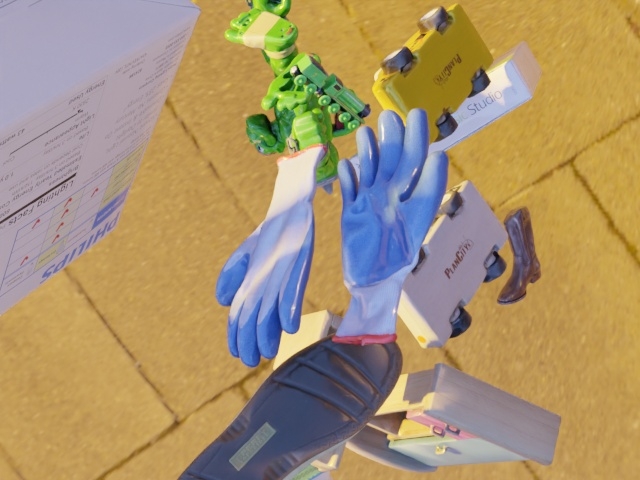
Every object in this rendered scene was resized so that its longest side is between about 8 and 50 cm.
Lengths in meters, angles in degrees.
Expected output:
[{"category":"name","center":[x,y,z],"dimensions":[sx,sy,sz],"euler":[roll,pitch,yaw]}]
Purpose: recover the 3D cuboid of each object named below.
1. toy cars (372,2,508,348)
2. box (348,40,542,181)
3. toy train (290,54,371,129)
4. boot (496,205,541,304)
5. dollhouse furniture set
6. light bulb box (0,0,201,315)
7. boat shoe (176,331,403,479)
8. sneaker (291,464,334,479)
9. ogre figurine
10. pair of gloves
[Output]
[{"category":"toy cars","center":[0.108,-0.070,1.262],"dimensions":[0.087,0.176,0.393],"euler":[-20,64,43]},{"category":"box","center":[0.167,-0.163,1.557],"dimensions":[0.232,0.322,0.058],"euler":[-31,94,18]},{"category":"toy train","center":[0.009,-0.111,0.912],"dimensions":[0.024,0.017,0.083],"euler":[-40,135,17]},{"category":"boot","center":[0.262,0.018,1.654],"dimensions":[0.037,0.106,0.114],"euler":[5,121,35]},{"category":"dollhouse furniture set","center":[0.035,0.266,1.084],"dimensions":[0.286,0.303,0.198],"euler":[26,156,-21]},{"category":"light bulb box","center":[-0.361,-0.117,1.333],"dimensions":[0.225,0.358,0.361],"euler":[37,131,8]},{"category":"boat shoe","center":[-0.024,0.130,0.827],"dimensions":[0.190,0.072,0.068],"euler":[-37,75,-10]},{"category":"sneaker","center":[-0.068,0.379,1.571],"dimensions":[0.229,0.087,0.092],"euler":[-26,99,-24]},{"category":"ogre figurine","center":[-0.020,-0.121,1.038],"dimensions":[0.097,0.118,0.197],"euler":[-33,51,-11]},{"category":"pair of gloves","center":[0.000,0.000,0.773],"dimensions":[0.198,0.023,0.159],"euler":[-12,59,47]}]
